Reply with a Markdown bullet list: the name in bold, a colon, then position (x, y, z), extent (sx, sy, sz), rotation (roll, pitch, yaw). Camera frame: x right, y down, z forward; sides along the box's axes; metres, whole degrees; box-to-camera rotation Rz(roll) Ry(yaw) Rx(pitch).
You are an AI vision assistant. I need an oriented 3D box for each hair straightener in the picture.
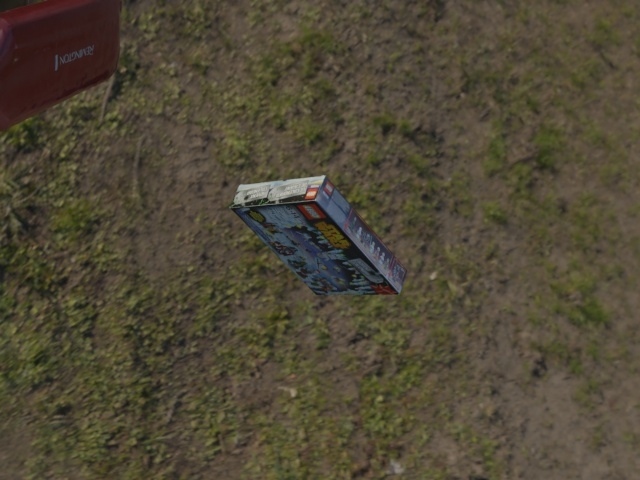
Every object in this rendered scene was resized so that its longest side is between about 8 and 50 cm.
- **hair straightener**: position (-0.146, -0.047, 0.275), extent (0.089, 0.047, 0.230), rotation (14, 31, 7)

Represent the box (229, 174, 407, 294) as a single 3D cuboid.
- **box**: position (0.000, 0.000, 0.752), extent (0.137, 0.094, 0.027), rotation (47, 53, -38)
